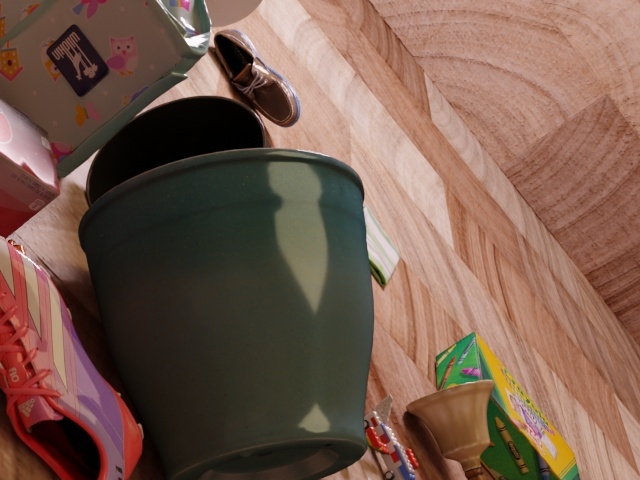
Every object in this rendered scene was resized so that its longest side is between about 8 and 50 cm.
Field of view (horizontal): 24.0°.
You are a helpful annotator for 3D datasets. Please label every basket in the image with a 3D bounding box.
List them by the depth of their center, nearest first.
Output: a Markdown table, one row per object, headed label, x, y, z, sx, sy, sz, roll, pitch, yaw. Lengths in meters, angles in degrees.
| label | x | y | z | sx | sy | sz | roll | pitch | yaw |
| --- | --- | --- | --- | --- | --- | --- | --- | --- | --- |
| basket | -0.108 | -0.034 | 1.630 | 0.227 | 0.204 | 0.154 | 47 | 32 | -57 |

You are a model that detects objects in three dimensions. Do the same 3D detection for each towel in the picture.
| label | x | y | z | sx | sy | sz | roll | pitch | yaw |
| --- | --- | --- | --- | --- | --- | --- | --- | --- | --- |
| towel | 0.084 | 0.006 | 2.369 | 0.113 | 0.023 | 0.152 | 53 | 16 | -6 |

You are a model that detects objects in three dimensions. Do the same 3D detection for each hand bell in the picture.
| label | x | y | z | sx | sy | sz | roll | pitch | yaw |
| --- | --- | --- | --- | --- | --- | --- | --- | --- | --- |
| hand bell | 0.208 | 0.320 | 2.011 | 0.126 | 0.126 | 0.242 | 18 | 53 | -65 |

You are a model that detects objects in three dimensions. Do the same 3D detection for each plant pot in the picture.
| label | x | y | z | sx | sy | sz | roll | pitch | yaw |
| --- | --- | --- | --- | --- | --- | --- | --- | --- | --- |
| plant pot | -0.069 | 0.089 | 1.367 | 0.272 | 0.272 | 0.255 | 29 | 45 | -58 |

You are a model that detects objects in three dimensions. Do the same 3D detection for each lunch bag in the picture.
| label | x | y | z | sx | sy | sz | roll | pitch | yaw |
| --- | --- | --- | --- | --- | --- | --- | --- | --- | --- |
| lunch bag | -0.233 | -0.218 | 1.535 | 0.160 | 0.223 | 0.262 | 29 | 32 | -47 |

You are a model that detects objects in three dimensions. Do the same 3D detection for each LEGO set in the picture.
| label | x | y | z | sx | sy | sz | roll | pitch | yaw |
| --- | --- | --- | --- | --- | --- | --- | --- | --- | --- |
| LEGO set | 0.111 | 0.299 | 1.805 | 0.244 | 0.060 | 0.182 | 51 | 13 | -12 |

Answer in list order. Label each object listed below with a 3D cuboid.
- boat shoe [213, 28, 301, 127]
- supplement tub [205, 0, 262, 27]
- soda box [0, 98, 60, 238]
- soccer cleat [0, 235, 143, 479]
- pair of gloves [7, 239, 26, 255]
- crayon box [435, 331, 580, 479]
| label | x | y | z | sx | sy | sz | roll | pitch | yaw |
| --- | --- | --- | --- | --- | --- | --- | --- | --- | --- |
| boat shoe | -0.103 | -0.242 | 2.263 | 0.183 | 0.066 | 0.066 | 49 | 19 | 14 |
| supplement tub | -0.174 | -0.456 | 2.236 | 0.191 | 0.191 | 0.272 | 44 | 19 | -34 |
| soda box | -0.339 | -0.103 | 1.236 | 0.263 | 0.083 | 0.092 | 37 | 24 | -41 |
| soccer cleat | -0.230 | 0.096 | 1.185 | 0.248 | 0.083 | 0.095 | 56 | 20 | -9 |
| pair of gloves | -0.281 | 0.019 | 1.310 | 0.083 | 0.010 | 0.074 | 36 | 23 | -44 |
| crayon box | 0.286 | 0.292 | 2.273 | 0.278 | 0.081 | 0.165 | 50 | 17 | -18 |
